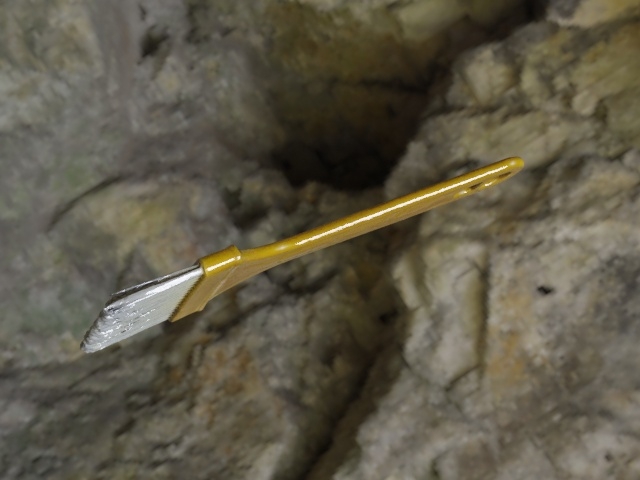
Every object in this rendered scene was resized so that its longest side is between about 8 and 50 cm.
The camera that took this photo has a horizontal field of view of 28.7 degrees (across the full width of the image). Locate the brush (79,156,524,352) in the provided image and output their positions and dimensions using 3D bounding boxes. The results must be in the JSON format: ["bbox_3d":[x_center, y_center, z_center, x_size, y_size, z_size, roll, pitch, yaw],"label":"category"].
[{"bbox_3d":[0.000,0.000,0.686,0.013,0.272,0.103,66,-22,8],"label":"brush"}]
